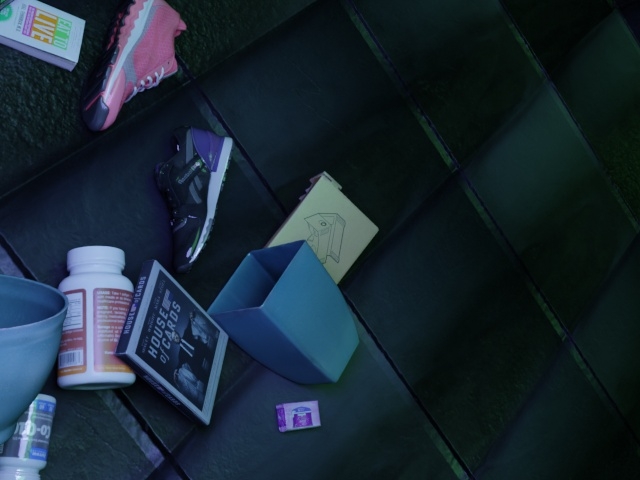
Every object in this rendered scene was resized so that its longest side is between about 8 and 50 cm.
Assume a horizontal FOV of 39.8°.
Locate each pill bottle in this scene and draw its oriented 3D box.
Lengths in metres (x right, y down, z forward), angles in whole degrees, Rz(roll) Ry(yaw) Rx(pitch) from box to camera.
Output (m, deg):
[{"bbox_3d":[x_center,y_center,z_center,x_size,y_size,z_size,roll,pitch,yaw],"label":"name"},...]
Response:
[{"bbox_3d":[-0.441,0.299,1.312,0.078,0.078,0.137,16,66,-32],"label":"pill bottle"},{"bbox_3d":[-0.356,0.124,1.405,0.121,0.121,0.216,7,72,-35],"label":"pill bottle"}]

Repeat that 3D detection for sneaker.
[{"bbox_3d":[-0.320,-0.315,1.578,0.136,0.116,0.314,30,59,-28],"label":"sneaker"},{"bbox_3d":[-0.249,-0.076,1.582,0.124,0.107,0.283,19,60,-15],"label":"sneaker"}]

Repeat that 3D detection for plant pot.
[{"bbox_3d":[-0.049,0.149,1.607,0.234,0.165,0.166,51,52,-23],"label":"plant pot"},{"bbox_3d":[-0.501,0.171,1.205,0.293,0.293,0.196,-1,103,-37],"label":"plant pot"}]

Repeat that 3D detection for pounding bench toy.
[{"bbox_3d":[0.013,-0.089,1.796,0.083,0.052,0.065,42,55,-19],"label":"pounding bench toy"}]

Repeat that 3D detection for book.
[{"bbox_3d":[-0.486,-0.365,1.525,0.144,0.035,0.096,18,64,-29],"label":"book"}]

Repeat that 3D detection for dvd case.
[{"bbox_3d":[-0.237,0.171,1.457,0.239,0.029,0.179,54,34,-43],"label":"dvd case"}]

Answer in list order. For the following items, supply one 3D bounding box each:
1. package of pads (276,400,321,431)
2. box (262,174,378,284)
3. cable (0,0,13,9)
[{"bbox_3d":[-0.040,0.325,1.636,0.083,0.032,0.050,2,73,-37],"label":"package of pads"},{"bbox_3d":[0.000,0.000,1.738,0.164,0.021,0.201,44,73,-19],"label":"box"},{"bbox_3d":[-0.559,-0.372,1.458,0.139,0.072,0.287,10,78,-22],"label":"cable"}]
